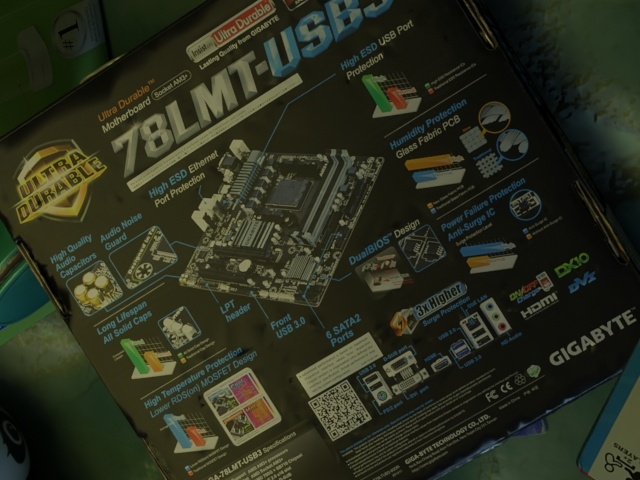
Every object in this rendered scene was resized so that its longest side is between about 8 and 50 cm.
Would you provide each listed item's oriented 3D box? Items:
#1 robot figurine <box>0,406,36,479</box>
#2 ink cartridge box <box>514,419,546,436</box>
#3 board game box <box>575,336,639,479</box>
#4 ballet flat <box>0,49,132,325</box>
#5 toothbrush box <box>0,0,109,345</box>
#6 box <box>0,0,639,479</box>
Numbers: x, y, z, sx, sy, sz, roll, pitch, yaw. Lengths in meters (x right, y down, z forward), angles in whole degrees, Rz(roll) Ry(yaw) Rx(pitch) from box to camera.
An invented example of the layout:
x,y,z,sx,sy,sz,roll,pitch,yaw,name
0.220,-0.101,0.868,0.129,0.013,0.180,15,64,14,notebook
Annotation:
x,y,z,sx,sy,sz,roll,pitch,yaw,name
-0.302,0.250,1.337,0.209,0.173,0.278,0,117,9,robot figurine
0.009,0.044,1.061,0.224,0.045,0.223,-10,108,40,ink cartridge box
0.308,0.072,0.667,0.302,0.308,0.086,34,132,18,board game box
-0.135,-0.053,1.036,0.247,0.083,0.087,-41,72,5,ballet flat
-0.260,-0.034,1.060,0.122,0.283,0.206,10,121,33,toothbrush box
0.000,0.000,0.935,0.295,0.073,0.293,-32,92,12,box
